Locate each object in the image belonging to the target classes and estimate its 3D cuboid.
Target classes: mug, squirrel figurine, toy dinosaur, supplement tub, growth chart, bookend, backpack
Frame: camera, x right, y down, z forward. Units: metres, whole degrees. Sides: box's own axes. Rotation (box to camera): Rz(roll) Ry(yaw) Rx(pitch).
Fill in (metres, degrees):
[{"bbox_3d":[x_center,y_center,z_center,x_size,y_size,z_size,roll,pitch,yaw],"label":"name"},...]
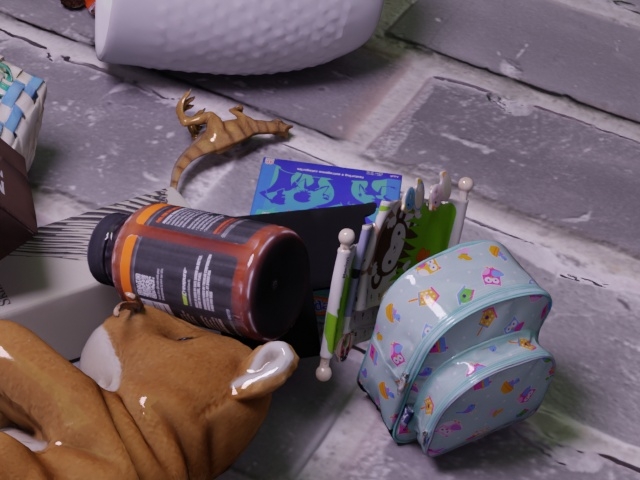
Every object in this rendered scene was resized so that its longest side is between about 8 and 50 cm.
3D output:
[{"bbox_3d":[-0.096,-0.384,1.742,0.328,0.276,0.374,4,73,-15],"label":"mug"},{"bbox_3d":[-0.151,0.227,1.130,0.397,0.281,0.370,43,41,18],"label":"squirrel figurine"},{"bbox_3d":[-0.125,-0.118,1.632,0.211,0.064,0.112,-30,53,-33],"label":"toy dinosaur"},{"bbox_3d":[-0.115,0.023,1.286,0.198,0.106,0.106,12,39,30],"label":"supplement tub"},{"bbox_3d":[0.075,0.026,1.381,0.021,0.172,0.237,20,24,32],"label":"growth chart"},{"bbox_3d":[-0.019,0.050,1.386,0.157,0.072,0.156,-7,86,-20],"label":"bookend"},{"bbox_3d":[0.132,0.097,1.314,0.166,0.188,0.144,-16,45,-24],"label":"backpack"}]

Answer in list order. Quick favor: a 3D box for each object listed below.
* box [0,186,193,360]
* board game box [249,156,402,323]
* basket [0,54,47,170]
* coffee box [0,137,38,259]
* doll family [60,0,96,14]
[{"bbox_3d":[-0.244,0.046,1.406,0.275,0.094,0.113,-19,46,-26],"label":"box"},{"bbox_3d":[0.000,0.000,1.520,0.160,0.047,0.210,7,42,2],"label":"board game box"},{"bbox_3d":[-0.451,-0.128,1.502,0.289,0.201,0.255,15,42,-4],"label":"basket"},{"bbox_3d":[-0.425,-0.005,1.281,0.297,0.168,0.119,-34,43,13],"label":"coffee box"},{"bbox_3d":[-0.290,-0.410,1.907,0.163,0.118,0.263,2,41,-4],"label":"doll family"}]
